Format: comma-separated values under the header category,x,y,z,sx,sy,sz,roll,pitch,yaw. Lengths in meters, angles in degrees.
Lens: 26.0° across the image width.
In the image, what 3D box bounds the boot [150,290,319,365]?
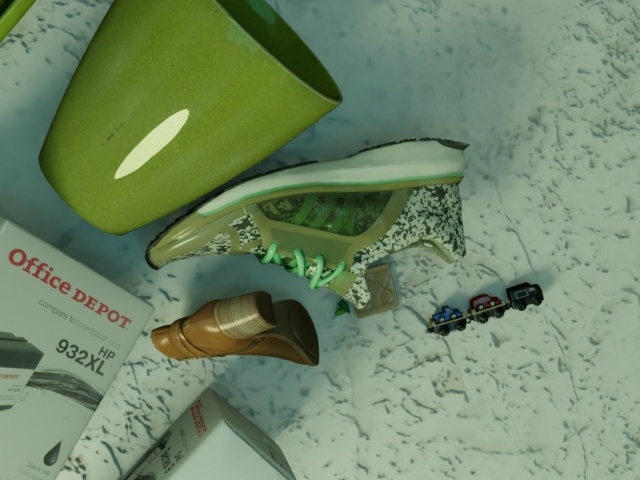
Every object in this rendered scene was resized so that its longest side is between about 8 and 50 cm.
category,x,y,z,sx,sy,sz,roll,pitch,yaw
boot,-0.099,0.119,1.692,0.152,0.197,0.073,-19,58,22

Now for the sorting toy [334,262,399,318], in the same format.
category,x,y,z,sx,sy,sz,roll,pitch,yaw
sorting toy,0.054,0.067,1.748,0.083,0.012,0.062,-16,104,-12

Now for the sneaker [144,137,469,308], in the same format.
category,x,y,z,sx,sy,sz,roll,pitch,yaw
sneaker,0.000,0.000,1.645,0.410,0.158,0.182,-14,87,-8

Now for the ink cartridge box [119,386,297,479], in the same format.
category,x,y,z,sx,sy,sz,roll,pitch,yaw
ink cartridge box,-0.178,0.328,1.637,0.121,0.211,0.289,44,87,-10

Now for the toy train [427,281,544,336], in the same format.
category,x,y,z,sx,sy,sz,roll,pitch,yaw
toy train,0.209,0.086,1.772,0.158,0.027,0.036,-18,96,-8

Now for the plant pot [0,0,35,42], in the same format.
category,x,y,z,sx,sy,sz,roll,pitch,yaw
plant pot,-0.454,-0.285,1.493,0.227,0.228,0.207,-51,145,-3

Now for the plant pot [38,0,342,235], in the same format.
category,x,y,z,sx,sy,sz,roll,pitch,yaw
plant pot,-0.175,-0.154,1.575,0.275,0.275,0.293,44,103,-12

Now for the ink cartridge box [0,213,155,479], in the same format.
category,x,y,z,sx,sy,sz,roll,pitch,yaw
ink cartridge box,-0.367,0.144,1.569,0.223,0.129,0.307,35,81,-34
